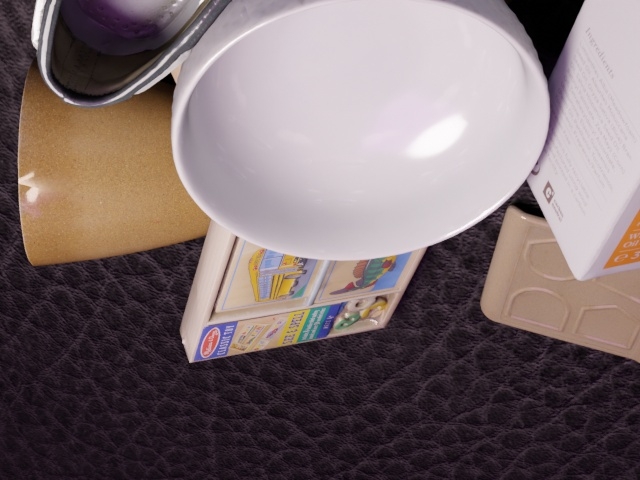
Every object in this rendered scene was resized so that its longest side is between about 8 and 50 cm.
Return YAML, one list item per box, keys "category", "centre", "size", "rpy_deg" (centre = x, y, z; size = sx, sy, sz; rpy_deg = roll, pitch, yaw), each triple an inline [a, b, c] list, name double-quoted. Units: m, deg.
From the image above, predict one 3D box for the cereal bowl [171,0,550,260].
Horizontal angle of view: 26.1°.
- category: "cereal bowl"
  centre: [0.031, -0.139, 1.265]
  size: [0.338, 0.141, 0.339]
  rpy_deg: [-4, 140, -4]

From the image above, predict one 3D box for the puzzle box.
- category: "puzzle box"
  centre: [0.000, 0.000, 1.580]
  size: [0.272, 0.052, 0.409]
  rpy_deg: [-8, 149, -20]

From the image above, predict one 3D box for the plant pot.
- category: "plant pot"
  centre: [-0.196, -0.085, 1.565]
  size: [0.254, 0.237, 0.237]
  rpy_deg: [2, 142, -3]

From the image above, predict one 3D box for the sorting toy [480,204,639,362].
- category: "sorting toy"
  centre: [0.318, 0.024, 1.604]
  size: [0.229, 0.041, 0.307]
  rpy_deg: [19, 143, 9]

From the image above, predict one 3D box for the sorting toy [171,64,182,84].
- category: "sorting toy"
  centre: [-0.045, -0.249, 1.373]
  size: [0.255, 0.089, 0.257]
  rpy_deg: [2, 140, 21]

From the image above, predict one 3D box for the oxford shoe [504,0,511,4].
- category: "oxford shoe"
  centre: [0.131, -0.271, 1.267]
  size: [0.076, 0.076, 0.212]
  rpy_deg: [-20, 156, 11]

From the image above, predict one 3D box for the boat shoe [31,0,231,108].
- category: "boat shoe"
  centre: [-0.059, -0.173, 0.685]
  size: [0.114, 0.091, 0.302]
  rpy_deg: [23, 141, -13]

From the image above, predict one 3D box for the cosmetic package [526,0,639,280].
- category: "cosmetic package"
  centre: [0.354, -0.167, 1.165]
  size: [0.230, 0.161, 0.453]
  rpy_deg: [-10, 147, -18]
